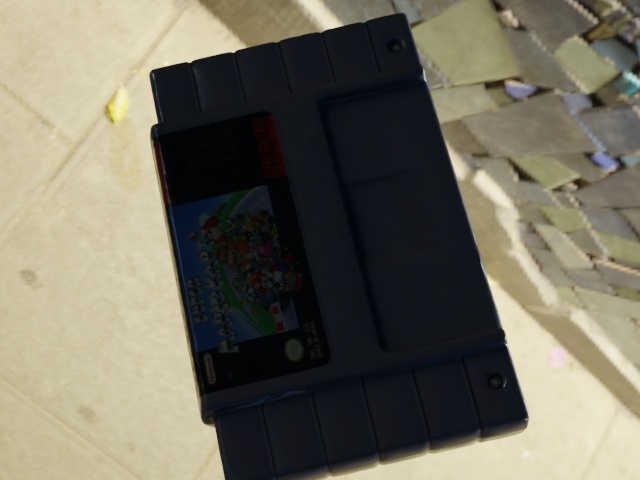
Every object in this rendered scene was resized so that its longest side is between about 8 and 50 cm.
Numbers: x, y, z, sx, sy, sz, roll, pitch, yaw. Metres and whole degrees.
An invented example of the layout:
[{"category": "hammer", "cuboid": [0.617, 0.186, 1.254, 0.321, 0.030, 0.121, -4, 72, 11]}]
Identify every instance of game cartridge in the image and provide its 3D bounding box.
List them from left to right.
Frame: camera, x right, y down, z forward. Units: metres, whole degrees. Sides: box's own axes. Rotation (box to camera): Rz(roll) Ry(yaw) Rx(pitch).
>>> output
[{"category": "game cartridge", "cuboid": [0.000, 0.000, 0.865, 0.230, 0.068, 0.355, -12, 66, -5]}]
